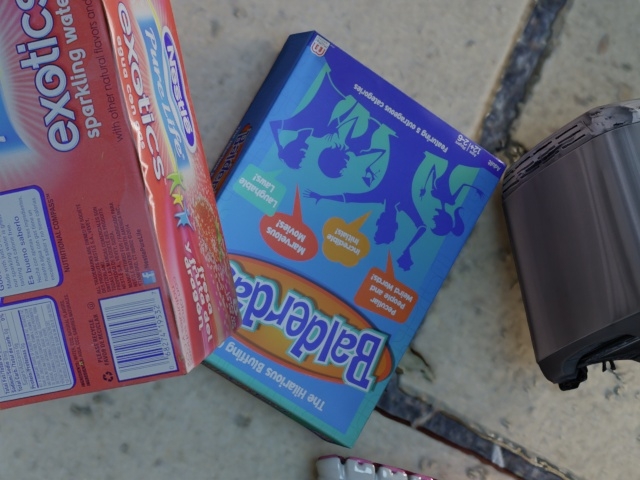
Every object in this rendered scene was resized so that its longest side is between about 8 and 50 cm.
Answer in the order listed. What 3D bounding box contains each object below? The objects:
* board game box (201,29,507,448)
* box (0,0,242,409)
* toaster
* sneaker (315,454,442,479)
[{"bbox_3d":[0.000,0.000,1.172,0.160,0.047,0.210,32,80,-20],"label":"board game box"},{"bbox_3d":[-0.158,-0.068,1.029,0.154,0.142,0.300,-12,96,11],"label":"box"},{"bbox_3d":[0.200,0.000,1.180,0.129,0.227,0.146,-8,77,-23],"label":"toaster"},{"bbox_3d":[0.069,0.189,1.197,0.170,0.063,0.075,17,84,-17],"label":"sneaker"}]
